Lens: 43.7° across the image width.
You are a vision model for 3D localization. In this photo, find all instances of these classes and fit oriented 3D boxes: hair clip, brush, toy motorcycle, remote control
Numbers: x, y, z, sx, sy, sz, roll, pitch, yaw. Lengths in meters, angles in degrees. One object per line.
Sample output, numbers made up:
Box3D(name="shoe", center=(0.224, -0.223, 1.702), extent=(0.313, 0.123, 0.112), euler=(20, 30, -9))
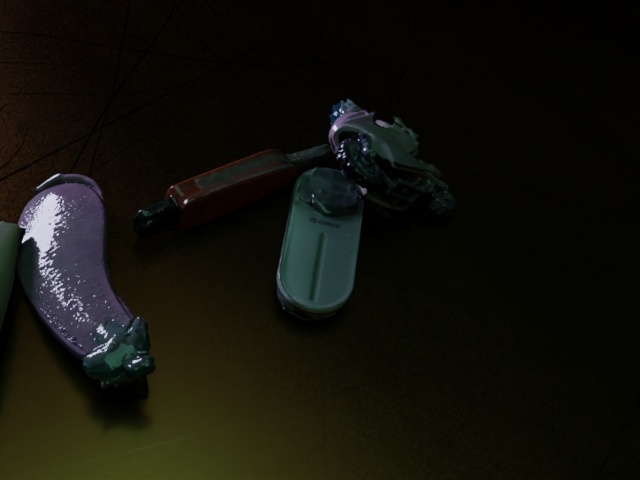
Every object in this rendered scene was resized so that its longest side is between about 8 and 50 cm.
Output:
Box3D(name="hair clip", center=(-0.296, 0.047, 0.978), extent=(0.096, 0.110, 0.358), euler=(19, 31, -54))
Box3D(name="brush", center=(-0.116, -0.080, 1.116), extent=(0.323, 0.070, 0.051), euler=(-23, 64, -30))
Box3D(name="toy motorcycle", center=(0.088, -0.131, 1.148), extent=(0.108, 0.239, 0.204), euler=(-37, 54, 13))
Box3D(name="remote control", center=(0.000, 0.000, 1.092), extent=(0.104, 0.052, 0.247), euler=(14, 52, -5))

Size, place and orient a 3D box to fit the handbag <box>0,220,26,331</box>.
Box3D(name="handbag", center=(-0.475, 0.040, 0.917), extent=(0.241, 0.109, 0.315), euler=(1, 51, -12))
